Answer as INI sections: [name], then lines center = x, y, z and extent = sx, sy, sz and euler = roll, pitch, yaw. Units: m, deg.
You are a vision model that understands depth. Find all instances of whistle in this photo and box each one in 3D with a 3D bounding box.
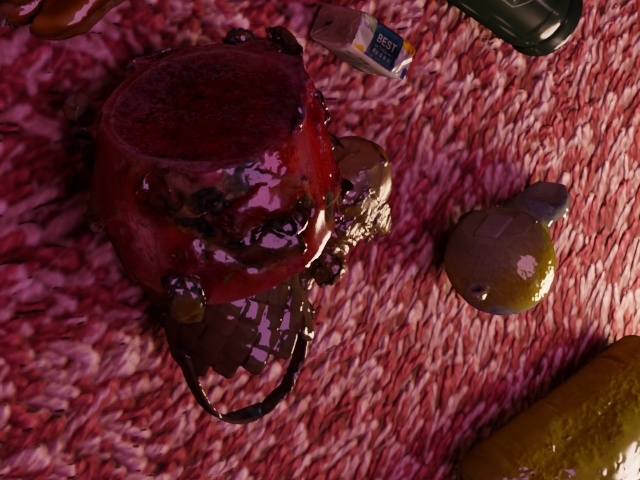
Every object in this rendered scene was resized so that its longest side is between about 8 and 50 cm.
[whistle]
center = 0.211, 0.007, 1.401
extent = 0.223, 0.122, 0.123
euler = -45, 131, -45

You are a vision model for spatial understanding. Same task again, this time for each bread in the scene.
[bread]
center = 0.318, 0.251, 1.550
extent = 0.383, 0.112, 0.166
euler = -28, 107, -36

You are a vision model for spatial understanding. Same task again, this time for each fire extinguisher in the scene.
[fire extinguisher]
center = 0.134, -0.282, 1.249
extent = 0.311, 0.095, 0.114
euler = 21, 43, -47

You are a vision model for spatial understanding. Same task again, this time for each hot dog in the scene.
[hot dog]
center = -0.160, -0.234, 0.997
extent = 0.235, 0.062, 0.092
euler = -41, 112, -21

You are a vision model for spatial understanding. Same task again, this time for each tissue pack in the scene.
[tissue pack]
center = 0.040, -0.184, 1.203
extent = 0.083, 0.062, 0.042
euler = 26, 88, -44

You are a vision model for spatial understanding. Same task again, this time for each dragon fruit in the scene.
[dragon fruit]
center = -0.089, -0.074, 1.028
extent = 0.282, 0.211, 0.147
euler = -69, 149, -42

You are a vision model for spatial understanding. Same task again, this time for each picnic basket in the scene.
[picnic basket]
center = -0.068, 0.077, 1.121
extent = 0.128, 0.137, 0.179
euler = -30, 119, -28

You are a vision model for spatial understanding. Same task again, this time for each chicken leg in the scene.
[chicken leg]
center = -0.002, -0.001, 1.212
extent = 0.208, 0.085, 0.101
euler = -61, 148, 0
